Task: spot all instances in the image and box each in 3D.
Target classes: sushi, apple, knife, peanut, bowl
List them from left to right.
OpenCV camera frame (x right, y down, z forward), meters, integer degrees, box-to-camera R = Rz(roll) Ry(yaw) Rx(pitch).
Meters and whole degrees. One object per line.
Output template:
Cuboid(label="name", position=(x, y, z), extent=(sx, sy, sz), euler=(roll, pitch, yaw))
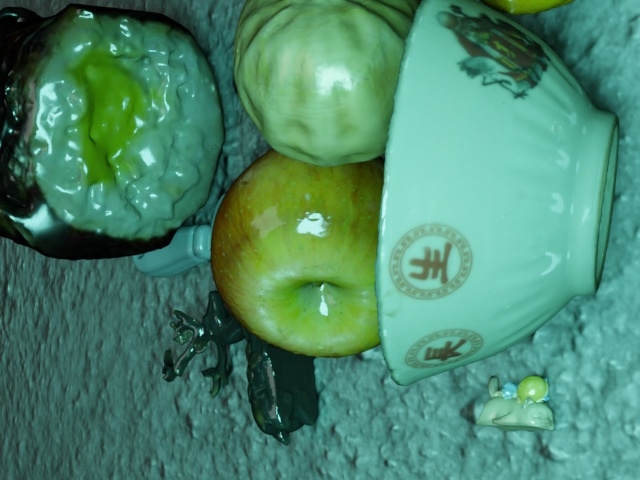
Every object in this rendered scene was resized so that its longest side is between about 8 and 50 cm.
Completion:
Cuboid(label="sushi", position=(-0.290, -0.124, 1.858), extent=(0.294, 0.281, 0.299), euler=(12, 77, 53))
Cuboid(label="knife", position=(-0.112, -0.014, 1.835), extent=(0.331, 0.044, 0.080), euler=(-13, 72, 48))
Cuboid(label="apple", position=(0.000, 0.000, 1.519), extent=(0.235, 0.210, 0.173), euler=(101, 170, -48))
Cuboid(label="peanut", position=(0.016, -0.183, 1.423), extent=(0.387, 0.170, 0.192), euler=(-75, -32, -71))
Cuboid(label="bowl", position=(0.158, -0.036, 1.300), extent=(0.158, 0.337, 0.337), euler=(7, 100, 14))

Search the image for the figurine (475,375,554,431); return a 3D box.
Cuboid(label="figurine", position=(0.177, 0.146, 1.430), extent=(0.083, 0.047, 0.050), euler=(-8, 76, 50))

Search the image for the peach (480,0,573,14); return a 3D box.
Cuboid(label="peach", position=(0.179, -0.252, 1.318), extent=(0.138, 0.138, 0.138), euler=(5, 96, 54))

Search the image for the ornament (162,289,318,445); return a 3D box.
Cuboid(label="ornament", position=(-0.096, 0.146, 1.785), extent=(0.236, 0.080, 0.202), euler=(-26, 68, 50))
